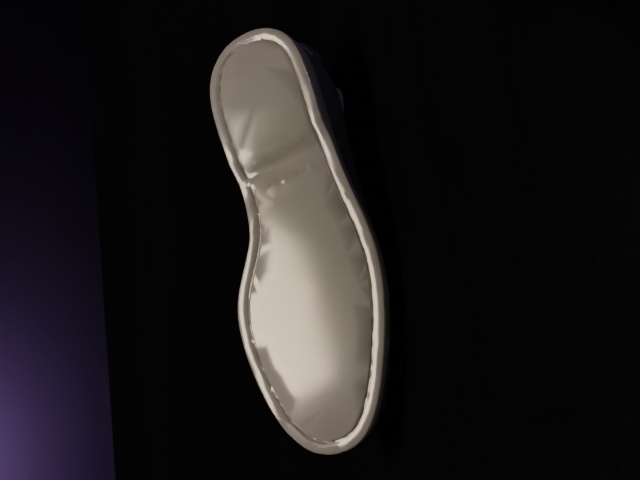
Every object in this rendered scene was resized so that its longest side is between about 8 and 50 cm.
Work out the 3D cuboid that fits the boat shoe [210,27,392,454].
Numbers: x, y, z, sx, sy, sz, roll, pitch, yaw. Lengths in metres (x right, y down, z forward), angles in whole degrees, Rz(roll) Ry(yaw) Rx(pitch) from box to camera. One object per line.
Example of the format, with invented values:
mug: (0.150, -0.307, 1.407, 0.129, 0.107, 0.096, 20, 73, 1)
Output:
boat shoe: (0.000, 0.000, 1.020, 0.099, 0.116, 0.319, 23, -130, -62)
